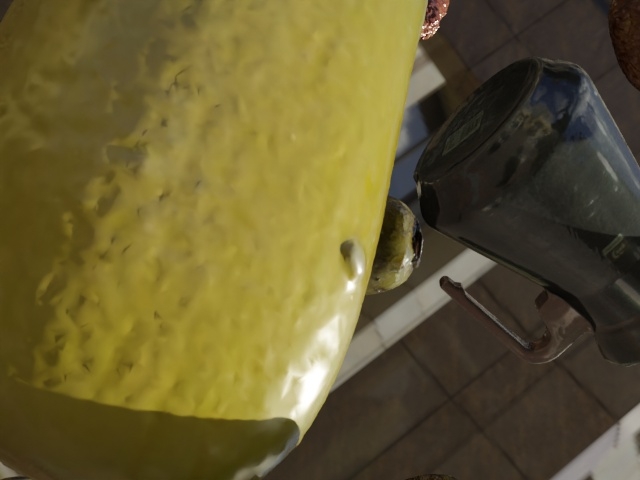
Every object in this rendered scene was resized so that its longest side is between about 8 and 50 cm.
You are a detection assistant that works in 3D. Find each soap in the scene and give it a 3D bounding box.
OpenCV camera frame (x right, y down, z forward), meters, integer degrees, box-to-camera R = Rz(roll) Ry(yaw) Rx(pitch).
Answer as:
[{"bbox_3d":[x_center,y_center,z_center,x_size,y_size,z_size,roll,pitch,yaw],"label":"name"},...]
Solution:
[{"bbox_3d":[-0.087,-0.039,0.729,0.306,0.427,0.115,29,-19,-31],"label":"soap"}]

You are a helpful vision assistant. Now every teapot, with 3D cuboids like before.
[{"bbox_3d":[0.286,-0.014,1.325,0.344,0.300,0.253,42,16,-13],"label":"teapot"}]

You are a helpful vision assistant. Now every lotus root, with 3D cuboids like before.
[{"bbox_3d":[0.000,0.001,1.483,0.278,0.154,0.154,5,-31,11],"label":"lotus root"}]

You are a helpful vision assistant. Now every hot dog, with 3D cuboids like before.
[{"bbox_3d":[0.338,-0.208,1.078,0.147,0.099,0.065,61,-1,-36],"label":"hot dog"}]

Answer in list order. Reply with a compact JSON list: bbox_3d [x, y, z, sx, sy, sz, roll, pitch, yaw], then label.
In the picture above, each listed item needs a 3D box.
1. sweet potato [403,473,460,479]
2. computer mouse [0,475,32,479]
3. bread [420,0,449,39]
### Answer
[{"bbox_3d":[0.023,0.271,0.692,0.112,0.286,0.085,26,-30,35],"label":"sweet potato"},{"bbox_3d":[-0.341,0.410,1.323,0.072,0.158,0.310,-115,180,-66],"label":"computer mouse"},{"bbox_3d":[0.112,-0.345,1.489,0.139,0.095,0.269,24,23,-5],"label":"bread"}]
